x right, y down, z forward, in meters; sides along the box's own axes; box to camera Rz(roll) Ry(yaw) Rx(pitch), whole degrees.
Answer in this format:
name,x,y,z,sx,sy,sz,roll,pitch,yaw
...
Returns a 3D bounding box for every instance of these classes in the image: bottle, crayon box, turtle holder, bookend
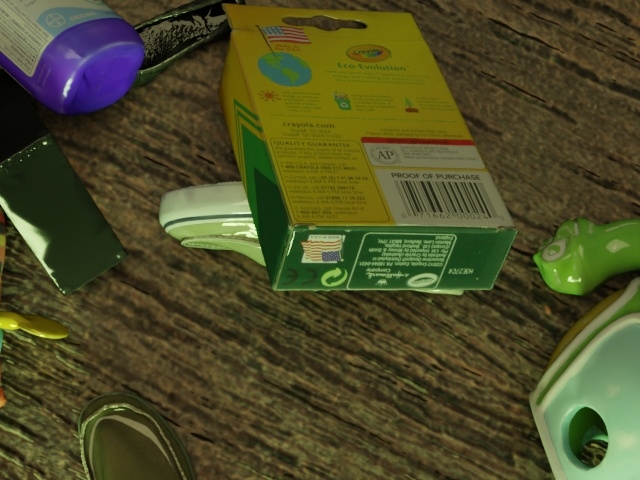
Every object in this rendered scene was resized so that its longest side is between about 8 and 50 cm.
name,x,y,z,sx,sy,sz,roll,pitch,yaw
bottle,-0.295,-0.233,1.296,0.283,0.118,0.092,42,124,18
crayon box,0.028,-0.091,1.237,0.202,0.081,0.318,1,43,-18
turtle holder,0.300,0.128,1.215,0.227,0.243,0.320,-22,91,11
bookend,-0.267,-0.056,1.286,0.072,0.156,0.157,-33,128,-8

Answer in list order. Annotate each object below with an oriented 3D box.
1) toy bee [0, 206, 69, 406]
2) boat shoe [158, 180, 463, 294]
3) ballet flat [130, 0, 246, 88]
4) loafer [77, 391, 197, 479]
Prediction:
name,x,y,z,sx,sy,sz,roll,pitch,yaw
toy bee,-0.311,0.096,1.221,0.195,0.162,0.298,-14,97,-35
boat shoe,0.000,0.000,1.286,0.302,0.109,0.094,3,82,-5
ballet flat,-0.152,-0.198,1.335,0.173,0.049,0.057,-29,84,-3
loafer,-0.145,0.251,1.243,0.094,0.087,0.251,-27,83,-7
